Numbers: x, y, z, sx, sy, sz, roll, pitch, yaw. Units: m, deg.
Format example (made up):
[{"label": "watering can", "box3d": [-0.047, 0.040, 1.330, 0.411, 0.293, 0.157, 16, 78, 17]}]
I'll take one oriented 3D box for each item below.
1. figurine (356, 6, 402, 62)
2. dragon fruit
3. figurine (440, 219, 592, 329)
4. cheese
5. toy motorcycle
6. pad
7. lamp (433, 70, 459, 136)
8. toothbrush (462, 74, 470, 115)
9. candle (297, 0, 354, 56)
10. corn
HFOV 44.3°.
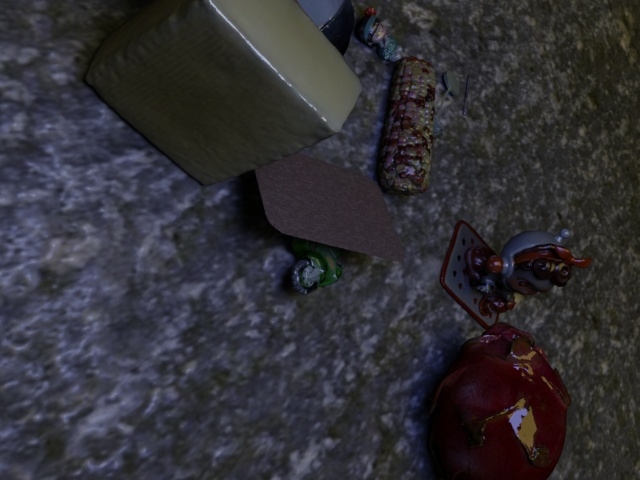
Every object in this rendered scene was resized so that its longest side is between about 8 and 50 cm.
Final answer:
[{"label": "figurine", "box3d": [0.107, -0.363, 1.400, 0.106, 0.047, 0.060, 35, 75, -38]}, {"label": "dragon fruit", "box3d": [0.298, 0.302, 1.317, 0.250, 0.250, 0.315, 48, 69, -25]}, {"label": "figurine", "box3d": [0.376, 0.049, 1.439, 0.183, 0.226, 0.160, 42, 54, -29]}, {"label": "cheese", "box3d": [-0.125, -0.203, 0.990, 0.242, 0.266, 0.124, 46, 51, -27]}, {"label": "toy motorcycle", "box3d": [0.000, 0.000, 1.204, 0.106, 0.074, 0.190, 32, 59, -45]}, {"label": "pad", "box3d": [0.013, -0.057, 1.178, 0.266, 0.002, 0.176, 14, 45, -38]}, {"label": "lamp", "box3d": [0.224, -0.262, 1.507, 0.050, 0.056, 0.198, 52, 39, -21]}, {"label": "toothbrush", "box3d": [0.298, -0.296, 1.593, 0.008, 0.006, 0.097, 29, 62, -37]}, {"label": "candle", "box3d": [-0.090, -0.373, 1.036, 0.221, 0.221, 0.342, -67, 149, -30]}, {"label": "corn", "box3d": [0.160, -0.206, 1.384, 0.092, 0.092, 0.280, 27, 62, -37]}]
